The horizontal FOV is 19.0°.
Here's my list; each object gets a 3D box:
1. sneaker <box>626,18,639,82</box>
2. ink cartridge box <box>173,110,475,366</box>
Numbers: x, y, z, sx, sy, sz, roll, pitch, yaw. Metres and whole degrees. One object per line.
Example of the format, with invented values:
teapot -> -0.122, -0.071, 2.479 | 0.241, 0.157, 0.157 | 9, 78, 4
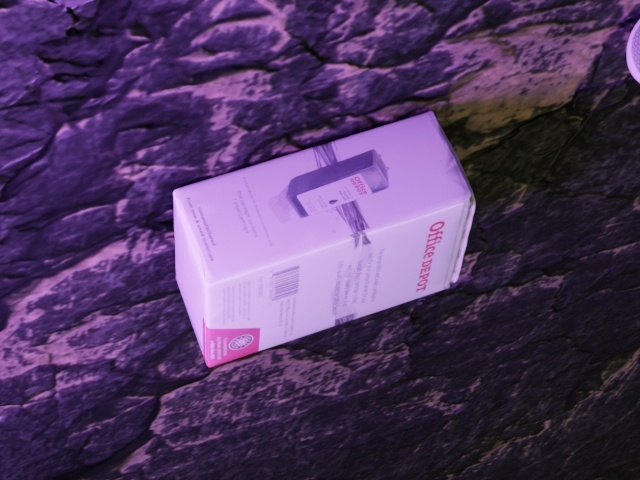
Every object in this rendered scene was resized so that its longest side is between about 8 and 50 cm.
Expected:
sneaker -> 0.373, -0.156, 1.494 | 0.281, 0.105, 0.115 | -10, 176, -5
ink cartridge box -> 0.000, 0.000, 1.498 | 0.218, 0.092, 0.158 | -16, 155, -11
